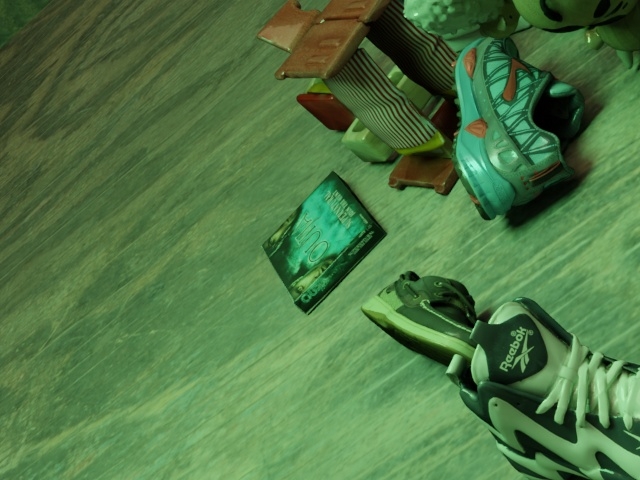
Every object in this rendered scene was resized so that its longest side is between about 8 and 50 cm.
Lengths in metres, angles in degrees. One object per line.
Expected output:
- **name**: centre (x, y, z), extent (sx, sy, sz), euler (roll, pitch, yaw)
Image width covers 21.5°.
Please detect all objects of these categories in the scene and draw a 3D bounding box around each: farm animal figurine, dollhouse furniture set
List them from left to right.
- **dollhouse furniture set**: centre (0.028, -0.177, 1.894), extent (0.152, 0.201, 0.374), euler (-54, 24, -13)
- **farm animal figurine**: centre (0.288, -0.253, 1.571), extent (0.326, 0.172, 0.330), euler (-13, -4, -40)

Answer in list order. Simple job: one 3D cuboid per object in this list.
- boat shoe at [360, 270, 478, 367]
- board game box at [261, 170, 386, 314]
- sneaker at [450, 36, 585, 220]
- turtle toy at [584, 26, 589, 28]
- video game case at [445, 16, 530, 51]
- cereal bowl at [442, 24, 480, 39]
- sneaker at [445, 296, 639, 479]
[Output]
- **boat shoe**: centre (0.104, 0.066, 1.528), extent (0.073, 0.080, 0.223), euler (-56, 19, -5)
- **board game box**: centre (0.000, 0.000, 1.890), extent (0.126, 0.026, 0.186), euler (-46, 23, 5)
- **sneaker**: centre (0.204, -0.121, 1.660), extent (0.125, 0.104, 0.262), euler (-19, 37, 19)
- **turtle toy**: centre (0.260, -0.264, 1.789), extent (0.095, 0.066, 0.130), euler (-44, 23, 11)
- **video game case**: centre (0.236, -0.343, 2.012), extent (0.204, 0.025, 0.285), euler (-12, 42, 56)
- **cereal bowl**: centre (0.195, -0.404, 1.972), extent (0.339, 0.141, 0.339), euler (-40, 25, 23)
- **sneaker**: centre (0.184, 0.106, 1.222), extent (0.235, 0.153, 0.094), euler (-7, 48, 59)
